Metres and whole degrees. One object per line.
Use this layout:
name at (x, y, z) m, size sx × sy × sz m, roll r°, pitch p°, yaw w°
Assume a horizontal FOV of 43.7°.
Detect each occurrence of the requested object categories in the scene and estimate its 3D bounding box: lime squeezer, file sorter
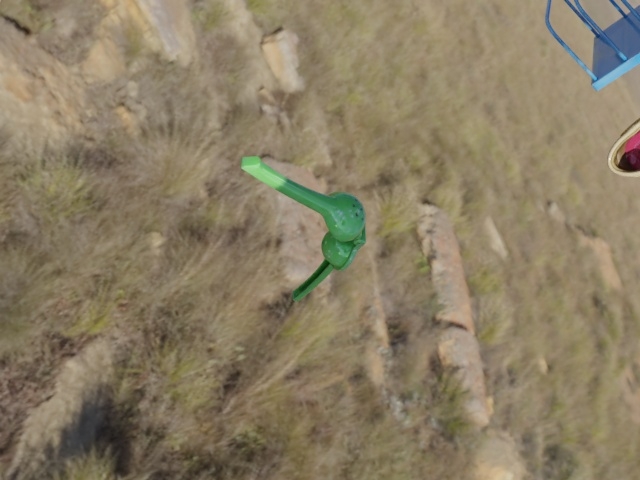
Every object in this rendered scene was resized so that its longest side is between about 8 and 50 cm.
lime squeezer at (0.000, 0.000, 0.894) m, size 0.310 × 0.110 × 0.058 m, roll 75°, pitch -5°, yaw -61°
file sorter at (0.349, -0.277, 0.888) m, size 0.104 × 0.170 × 0.118 m, roll 40°, pitch 42°, yaw -16°

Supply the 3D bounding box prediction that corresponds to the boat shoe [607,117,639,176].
boat shoe at (0.293, -0.089, 0.606) m, size 0.059 × 0.170 × 0.063 m, roll -19°, pitch 78°, yaw -36°
